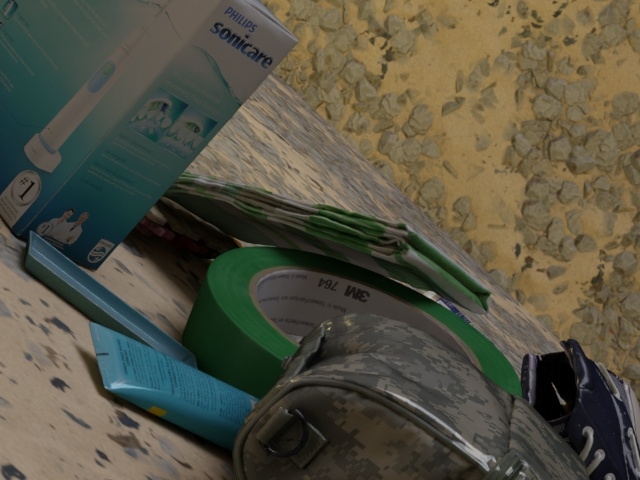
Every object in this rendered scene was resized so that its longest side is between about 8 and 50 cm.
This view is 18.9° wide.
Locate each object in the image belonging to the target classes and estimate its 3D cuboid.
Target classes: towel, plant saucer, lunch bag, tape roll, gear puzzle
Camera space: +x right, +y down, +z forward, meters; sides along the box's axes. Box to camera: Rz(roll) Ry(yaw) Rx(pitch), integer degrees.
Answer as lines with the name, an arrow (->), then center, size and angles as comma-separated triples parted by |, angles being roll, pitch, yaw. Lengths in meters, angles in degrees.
towel -> 0.000, 0.000, 2.018 | 0.324, 0.038, 0.248 | 15, -9, 29
plant saucer -> -0.186, 0.063, 1.700 | 0.192, 0.018, 0.067 | 38, 10, -17
lunch bag -> 0.061, 0.187, 1.511 | 0.256, 0.212, 0.305 | 48, 11, 0
tape roll -> 0.030, 0.115, 1.829 | 0.321, 0.077, 0.321 | 21, 20, -8
gear puzzle -> -0.171, -0.029, 2.137 | 0.175, 0.044, 0.339 | 44, 7, 25

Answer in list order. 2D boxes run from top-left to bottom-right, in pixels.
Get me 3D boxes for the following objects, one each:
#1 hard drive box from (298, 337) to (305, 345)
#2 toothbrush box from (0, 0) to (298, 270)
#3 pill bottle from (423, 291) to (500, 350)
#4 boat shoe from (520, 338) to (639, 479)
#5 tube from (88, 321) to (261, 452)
hard drive box -> 0.100, 0.188, 2.078 | 0.232, 0.089, 0.181 | 35, 11, -34
toothbrush box -> -0.202, -0.159, 1.790 | 0.216, 0.295, 0.126 | 47, 11, 34
pill bottle -> 0.179, 0.153, 2.542 | 0.169, 0.094, 0.094 | 44, 9, 13
boat shoe -> 0.284, 0.268, 2.071 | 0.158, 0.127, 0.341 | 42, 32, -43
tube -> -0.107, 0.133, 1.611 | 0.207, 0.052, 0.080 | 31, 19, -36
